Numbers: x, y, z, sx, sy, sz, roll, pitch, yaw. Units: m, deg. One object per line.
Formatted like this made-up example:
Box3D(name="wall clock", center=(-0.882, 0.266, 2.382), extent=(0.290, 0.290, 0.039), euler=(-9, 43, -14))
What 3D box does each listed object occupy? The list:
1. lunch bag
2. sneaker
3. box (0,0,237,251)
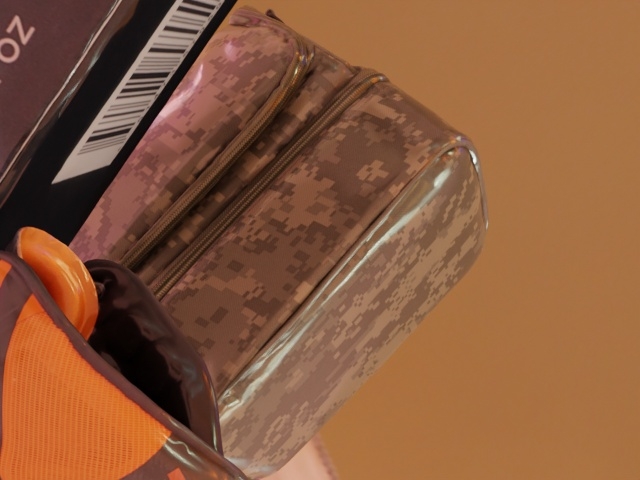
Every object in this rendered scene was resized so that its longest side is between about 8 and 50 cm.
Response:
Box3D(name="lunch bag", center=(-0.063, -0.006, 0.838), extent=(0.256, 0.212, 0.305), euler=(39, -98, 26))
Box3D(name="sneaker", center=(-0.164, 0.070, 0.450), extent=(0.321, 0.124, 0.180), euler=(19, -85, 16))
Box3D(name="box", center=(-0.232, -0.198, 0.514), extent=(0.395, 0.212, 0.293), euler=(36, -79, -1))
